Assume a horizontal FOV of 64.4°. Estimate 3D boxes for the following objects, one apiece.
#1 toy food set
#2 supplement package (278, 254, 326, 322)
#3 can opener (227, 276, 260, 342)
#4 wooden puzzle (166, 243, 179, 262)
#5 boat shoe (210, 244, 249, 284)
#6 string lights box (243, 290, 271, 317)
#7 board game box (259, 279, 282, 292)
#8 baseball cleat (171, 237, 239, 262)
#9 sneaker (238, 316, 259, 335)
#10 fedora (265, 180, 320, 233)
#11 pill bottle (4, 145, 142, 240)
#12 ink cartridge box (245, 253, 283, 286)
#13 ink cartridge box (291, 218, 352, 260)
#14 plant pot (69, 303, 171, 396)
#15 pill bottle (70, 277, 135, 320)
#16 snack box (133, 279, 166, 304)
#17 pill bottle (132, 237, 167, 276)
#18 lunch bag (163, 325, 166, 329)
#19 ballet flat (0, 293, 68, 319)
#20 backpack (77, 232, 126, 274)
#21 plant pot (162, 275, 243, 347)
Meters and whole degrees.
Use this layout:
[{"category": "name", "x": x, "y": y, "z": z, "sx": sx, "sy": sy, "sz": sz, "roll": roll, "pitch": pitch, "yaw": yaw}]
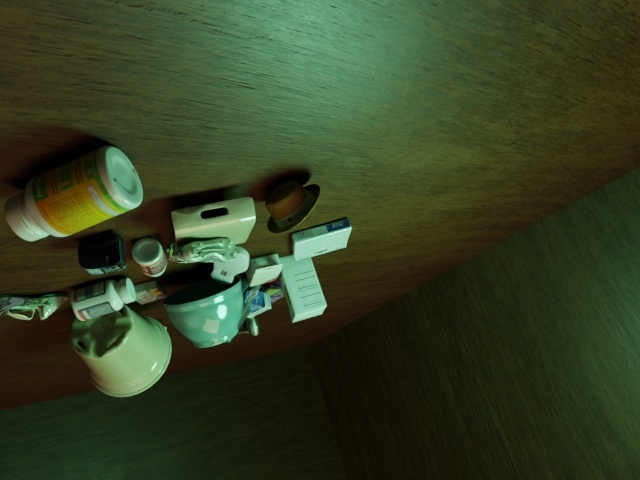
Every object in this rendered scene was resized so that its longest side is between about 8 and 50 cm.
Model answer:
[{"category": "toy food set", "x": -0.320, "y": -0.041, "z": 1.472, "sx": 0.219, "sy": 0.093, "sz": 0.306, "roll": -13, "pitch": 169, "yaw": -19}, {"category": "supplement package", "x": -0.081, "y": 0.188, "z": 2.064, "sx": 0.133, "sy": 0.244, "sz": 0.139, "roll": -14, "pitch": 160, "yaw": -14}, {"category": "can opener", "x": -0.332, "y": 0.269, "z": 2.056, "sx": 0.284, "sy": 0.095, "sz": 0.076, "roll": -58, "pitch": 166, "yaw": -26}, {"category": "wooden puzzle", "x": -0.460, "y": 0.041, "z": 1.599, "sx": 0.006, "sy": 0.050, "sz": 0.083, "roll": 6, "pitch": 170, "yaw": 20}, {"category": "boat shoe", "x": -0.300, "y": 0.061, "z": 1.726, "sx": 0.108, "sy": 0.102, "sz": 0.301, "roll": 22, "pitch": 153, "yaw": -11}, {"category": "string lights box", "x": -0.349, "y": 0.261, "z": 2.199, "sx": 0.133, "sy": 0.077, "sz": 0.259, "roll": -28, "pitch": 148, "yaw": 26}, {"category": "board game box", "x": -0.285, "y": 0.271, "z": 2.415, "sx": 0.346, "sy": 0.056, "sz": 0.208, "roll": -31, "pitch": 154, "yaw": 33}, {"category": "baseball cleat", "x": -0.327, "y": 0.028, "z": 1.428, "sx": 0.109, "sy": 0.072, "sz": 0.205, "roll": -5, "pitch": 174, "yaw": 29}, {"category": "sneaker", "x": -0.422, "y": 0.428, "z": 2.540, "sx": 0.178, "sy": 0.124, "sz": 0.295, "roll": -12, "pitch": -178, "yaw": -23}, {"category": "fedora", "x": -0.092, "y": -0.108, "z": 1.431, "sx": 0.194, "sy": 0.194, "sz": 0.079, "roll": -28, "pitch": 122, "yaw": 26}, {"category": "pill bottle", "x": -0.510, "y": -0.089, "z": 1.048, "sx": 0.245, "sy": 0.137, "sz": 0.136, "roll": -21, "pitch": 161, "yaw": 7}, {"category": "ink cartridge box", "x": -0.221, "y": 0.111, "z": 1.991, "sx": 0.115, "sy": 0.067, "sz": 0.198, "roll": -12, "pitch": 162, "yaw": -20}, {"category": "ink cartridge box", "x": 0.000, "y": 0.000, "z": 1.926, "sx": 0.223, "sy": 0.045, "sz": 0.224, "roll": -15, "pitch": 162, "yaw": -9}, {"category": "plant pot", "x": -0.766, "y": 0.379, "z": 1.899, "sx": 0.333, "sy": 0.334, "sz": 0.306, "roll": -16, "pitch": 150, "yaw": -7}, {"category": "pill bottle", "x": -0.713, "y": 0.189, "z": 1.676, "sx": 0.180, "sy": 0.108, "sz": 0.108, "roll": -17, "pitch": 161, "yaw": -6}, {"category": "snack box", "x": -0.634, "y": 0.192, "z": 1.867, "sx": 0.100, "sy": 0.037, "sz": 0.141, "roll": -15, "pitch": 161, "yaw": -7}, {"category": "pill bottle", "x": -0.511, "y": 0.056, "z": 1.531, "sx": 0.085, "sy": 0.086, "sz": 0.152, "roll": -14, "pitch": 160, "yaw": -13}, {"category": "lunch bag", "x": -0.758, "y": 0.403, "z": 2.316, "sx": 0.083, "sy": 0.053, "sz": 0.071, "roll": 4, "pitch": 165, "yaw": 11}, {"category": "ballet flat", "x": -0.906, "y": 0.212, "z": 1.599, "sx": 0.076, "sy": 0.079, "sz": 0.221, "roll": -32, "pitch": 157, "yaw": 32}, {"category": "backpack", "x": -0.593, "y": 0.042, "z": 1.386, "sx": 0.114, "sy": 0.105, "sz": 0.084, "roll": -11, "pitch": 159, "yaw": -8}, {"category": "plant pot", "x": -0.412, "y": 0.272, "z": 1.875, "sx": 0.292, "sy": 0.197, "sz": 0.293, "roll": -13, "pitch": -170, "yaw": 2}]
